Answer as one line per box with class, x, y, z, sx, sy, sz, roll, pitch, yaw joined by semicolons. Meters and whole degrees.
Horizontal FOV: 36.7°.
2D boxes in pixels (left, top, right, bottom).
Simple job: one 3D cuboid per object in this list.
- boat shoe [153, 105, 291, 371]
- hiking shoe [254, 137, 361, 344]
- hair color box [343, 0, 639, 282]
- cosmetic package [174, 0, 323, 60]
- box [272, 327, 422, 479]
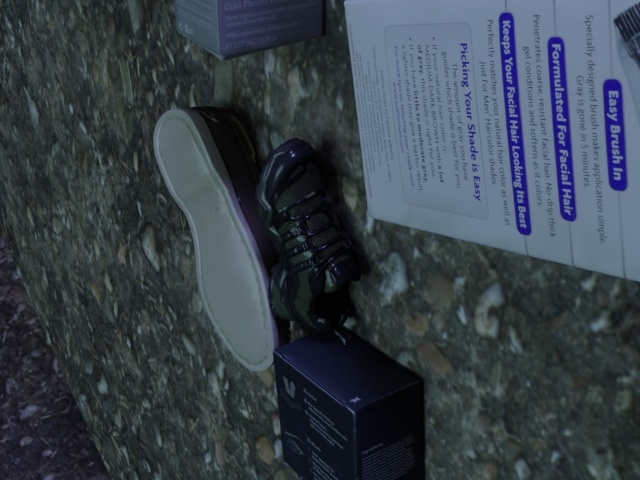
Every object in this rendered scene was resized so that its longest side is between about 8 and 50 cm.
boat shoe;-0.098;-0.007;1.156;0.117;0.097;0.324;-22;88;41
hiking shoe;0.000;0.000;1.030;0.114;0.086;0.226;22;131;37
hair color box;0.160;-0.090;0.667;0.339;0.110;0.185;18;120;57
cosmetic package;-0.071;-0.308;0.914;0.107;0.127;0.237;39;139;44
box;0.030;0.201;1.058;0.156;0.093;0.158;30;131;50
